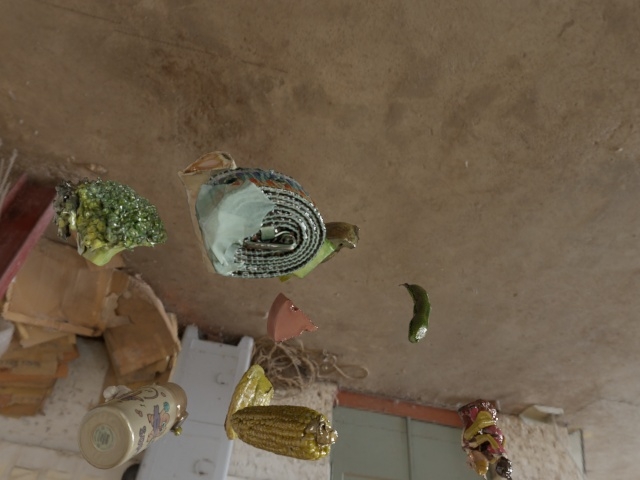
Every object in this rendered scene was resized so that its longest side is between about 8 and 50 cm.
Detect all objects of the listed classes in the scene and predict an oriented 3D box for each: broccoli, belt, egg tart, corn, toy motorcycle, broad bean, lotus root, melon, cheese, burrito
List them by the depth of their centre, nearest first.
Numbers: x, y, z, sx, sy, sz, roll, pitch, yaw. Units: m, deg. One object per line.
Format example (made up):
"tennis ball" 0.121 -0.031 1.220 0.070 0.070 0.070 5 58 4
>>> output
"corn" -0.078 0.380 0.893 0.261 0.097 0.097 -11 137 36
"belt" -0.123 -0.037 0.907 0.257 0.150 0.207 5 117 -24
"broad bean" 0.222 0.157 1.025 0.069 0.227 0.039 -25 110 15
"burrito" -0.229 -0.056 1.041 0.143 0.105 0.299 -10 129 -6
"broccoli" -0.655 -0.067 1.390 0.334 0.272 0.324 32 159 4
"melon" -0.131 0.046 1.531 0.330 0.226 0.343 -2 -177 -10
"toy motorcycle" -0.662 0.588 1.563 0.223 0.108 0.340 40 154 -5
"egg tart" -0.254 0.610 1.658 0.115 0.290 0.290 17 139 11
"lotus root" -0.003 -0.003 1.821 0.314 0.210 0.142 -29 116 18
"cheese" -0.138 0.322 1.941 0.202 0.128 0.177 -15 105 -17

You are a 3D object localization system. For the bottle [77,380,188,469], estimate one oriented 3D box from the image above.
"bottle" -0.302 0.308 0.769 0.110 0.209 0.097 42 95 11

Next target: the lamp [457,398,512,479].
"lamp" 0.414 0.518 1.130 0.118 0.253 0.119 4 113 9
